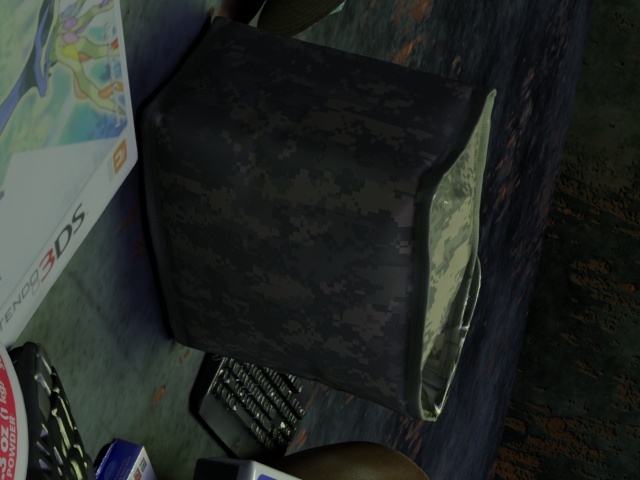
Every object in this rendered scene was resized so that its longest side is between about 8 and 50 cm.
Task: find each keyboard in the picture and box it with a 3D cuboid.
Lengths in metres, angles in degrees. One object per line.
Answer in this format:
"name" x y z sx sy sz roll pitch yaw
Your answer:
"keyboard" -0.046 0.114 1.718 0.317 0.033 0.201 64 44 -69

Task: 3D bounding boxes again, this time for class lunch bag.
"lunch bag" 0.000 0.000 1.376 0.169 0.235 0.287 -58 158 -45

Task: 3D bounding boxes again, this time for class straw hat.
"straw hat" -0.017 -0.231 1.408 0.061 0.144 0.144 47 50 -27

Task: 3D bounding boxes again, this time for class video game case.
"video game case" -0.193 -0.071 1.003 0.329 0.036 0.300 89 22 -46

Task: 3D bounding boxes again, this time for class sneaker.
"sneaker" -0.200 0.145 1.055 0.267 0.106 0.101 -104 177 -66

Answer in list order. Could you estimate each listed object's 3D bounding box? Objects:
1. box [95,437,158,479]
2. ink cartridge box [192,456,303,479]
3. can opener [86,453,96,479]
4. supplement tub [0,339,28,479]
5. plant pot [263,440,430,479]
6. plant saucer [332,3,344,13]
"box" -0.160 0.219 1.424 0.136 0.028 0.081 83 28 -59
"ink cartridge box" -0.040 0.362 1.517 0.307 0.072 0.304 36 61 -60
"can opener" -0.181 0.230 1.301 0.073 0.059 0.186 -50 151 -56
"supplement tub" -0.242 0.067 0.676 0.272 0.191 0.191 54 54 -71
"plant pot" -0.017 0.298 1.727 0.230 0.215 0.215 18 87 -60
"plant saucer" 0.041 -0.301 1.638 0.067 0.018 0.192 76 34 -61
